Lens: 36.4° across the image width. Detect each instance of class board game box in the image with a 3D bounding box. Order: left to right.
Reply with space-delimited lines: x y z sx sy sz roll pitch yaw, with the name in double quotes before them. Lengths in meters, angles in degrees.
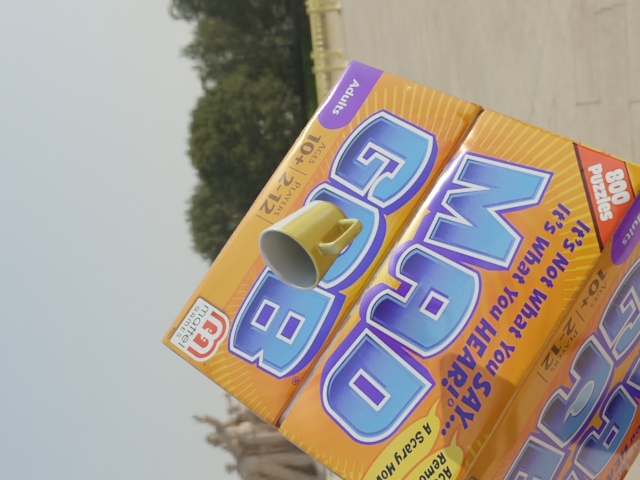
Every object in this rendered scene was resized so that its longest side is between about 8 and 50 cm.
"board game box" 0.138 0.093 1.020 0.356 0.356 0.356 -57 -39 -6

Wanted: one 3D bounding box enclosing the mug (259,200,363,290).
"mug" -0.002 0.002 0.807 0.064 0.078 0.062 -42 -37 -35
